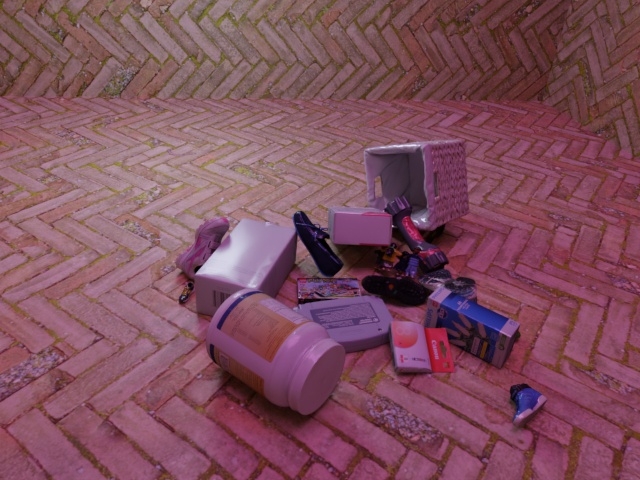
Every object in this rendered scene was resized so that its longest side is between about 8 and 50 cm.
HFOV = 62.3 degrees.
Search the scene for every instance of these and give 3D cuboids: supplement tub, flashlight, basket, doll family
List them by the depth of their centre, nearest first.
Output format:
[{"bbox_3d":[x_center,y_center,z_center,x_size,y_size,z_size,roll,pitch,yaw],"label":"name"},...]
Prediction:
[{"bbox_3d":[-0.116,0.285,1.375,0.316,0.228,0.228,25,38,30],"label":"supplement tub"},{"bbox_3d":[0.278,0.064,1.871,0.193,0.111,0.076,16,-9,14],"label":"doll family"},{"bbox_3d":[0.349,-0.023,1.926,0.103,0.103,0.304,-16,66,-24],"label":"flashlight"},{"bbox_3d":[0.380,-0.227,2.107,0.266,0.329,0.331,-16,15,-39],"label":"basket"}]

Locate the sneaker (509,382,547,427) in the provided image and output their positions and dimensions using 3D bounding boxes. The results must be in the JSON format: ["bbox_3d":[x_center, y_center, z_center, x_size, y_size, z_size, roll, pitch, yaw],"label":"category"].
[{"bbox_3d":[0.521,0.425,1.385,0.152,0.058,0.084,-19,44,-39],"label":"sneaker"}]

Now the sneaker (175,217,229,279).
[{"bbox_3d":[-0.376,0.034,1.779,0.111,0.252,0.103,48,21,27],"label":"sneaker"}]

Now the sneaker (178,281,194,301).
[{"bbox_3d":[-0.435,0.165,1.709,0.031,0.035,0.083,9,32,9],"label":"sneaker"}]

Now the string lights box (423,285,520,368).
[{"bbox_3d":[0.444,0.255,1.579,0.259,0.133,0.076,25,40,30],"label":"string lights box"}]

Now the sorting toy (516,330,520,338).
[{"bbox_3d":[0.570,0.297,1.626,0.061,0.042,0.102,40,32,22],"label":"sorting toy"}]

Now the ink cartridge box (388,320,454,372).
[{"bbox_3d":[0.292,0.306,1.523,0.179,0.045,0.145,0,53,-5],"label":"ink cartridge box"}]

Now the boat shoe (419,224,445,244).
[{"bbox_3d":[0.434,-0.041,2.123,0.072,0.068,0.190,14,31,36],"label":"boat shoe"}]

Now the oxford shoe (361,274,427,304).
[{"bbox_3d":[0.244,0.156,1.764,0.227,0.083,0.096,17,-4,-8],"label":"oxford shoe"}]

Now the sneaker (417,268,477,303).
[{"bbox_3d":[0.412,0.178,1.739,0.110,0.122,0.283,-19,15,-13],"label":"sneaker"}]

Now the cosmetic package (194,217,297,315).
[{"bbox_3d":[-0.232,0.090,1.746,0.217,0.156,0.385,13,32,13],"label":"cosmetic package"}]

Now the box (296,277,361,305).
[{"bbox_3d":[0.026,0.171,1.756,0.206,0.036,0.114,0,32,-6],"label":"box"}]

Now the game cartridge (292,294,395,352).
[{"bbox_3d":[0.076,0.255,1.614,0.294,0.060,0.196,-5,30,-15],"label":"game cartridge"}]

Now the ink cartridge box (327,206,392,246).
[{"bbox_3d":[0.138,-0.057,1.968,0.207,0.117,0.283,2,7,-3],"label":"ink cartridge box"}]

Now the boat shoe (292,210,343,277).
[{"bbox_3d":[0.000,0.000,1.825,0.258,0.089,0.109,57,25,7],"label":"boat shoe"}]
